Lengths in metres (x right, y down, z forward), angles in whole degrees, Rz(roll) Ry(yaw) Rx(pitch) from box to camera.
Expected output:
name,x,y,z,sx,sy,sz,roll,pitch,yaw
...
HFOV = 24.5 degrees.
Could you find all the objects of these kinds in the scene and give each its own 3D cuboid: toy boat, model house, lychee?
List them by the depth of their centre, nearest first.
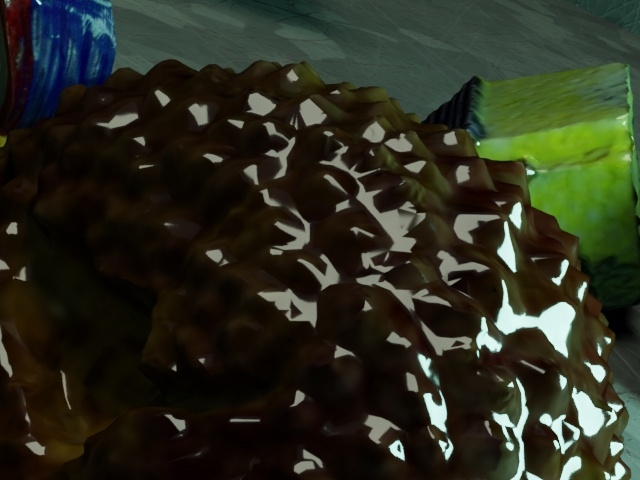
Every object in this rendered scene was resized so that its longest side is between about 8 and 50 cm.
name,x,y,z,sx,sy,sz,roll,pitch,yaw
lychee,-0.015,0.074,0.489,0.267,0.268,0.267,19,19,-7
toy boat,-0.266,-0.078,0.831,0.318,0.072,0.219,-14,-15,-2
model house,0.150,-0.033,1.171,0.211,0.170,0.194,-4,23,11

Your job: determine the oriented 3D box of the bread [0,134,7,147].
name,x,y,z,sx,sy,sz,roll,pitch,yaw
bread,-0.183,0.000,0.736,0.134,0.085,0.173,24,16,-18
